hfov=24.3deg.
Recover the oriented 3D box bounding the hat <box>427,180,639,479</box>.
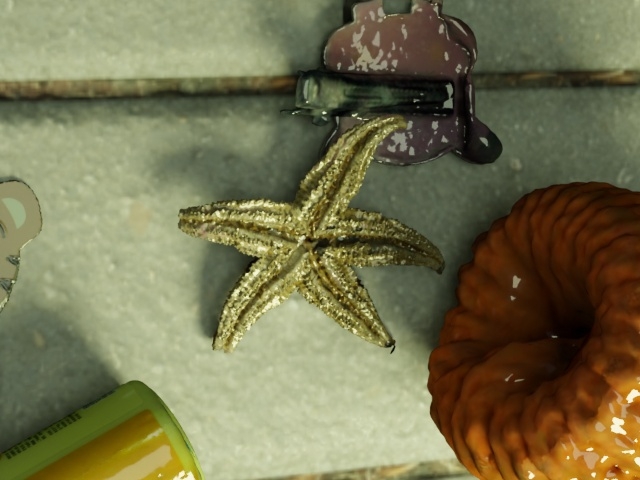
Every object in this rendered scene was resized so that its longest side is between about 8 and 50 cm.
[{"bbox_3d":[0.288,0.144,1.218,0.400,0.285,0.285,35,83,-28],"label":"hat"}]

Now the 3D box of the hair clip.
[{"bbox_3d":[0.055,-0.126,1.222,0.187,0.056,0.146,-7,95,-26],"label":"hair clip"}]

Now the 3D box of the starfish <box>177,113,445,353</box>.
[{"bbox_3d":[0.000,0.000,1.205,0.227,0.043,0.240,29,101,-29],"label":"starfish"}]

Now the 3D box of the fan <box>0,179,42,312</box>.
[{"bbox_3d":[-0.313,0.046,1.135,0.152,0.008,0.226,20,87,-19],"label":"fan"}]

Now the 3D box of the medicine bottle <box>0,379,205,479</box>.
[{"bbox_3d":[-0.209,0.209,1.111,0.239,0.124,0.124,-30,102,-19],"label":"medicine bottle"}]
